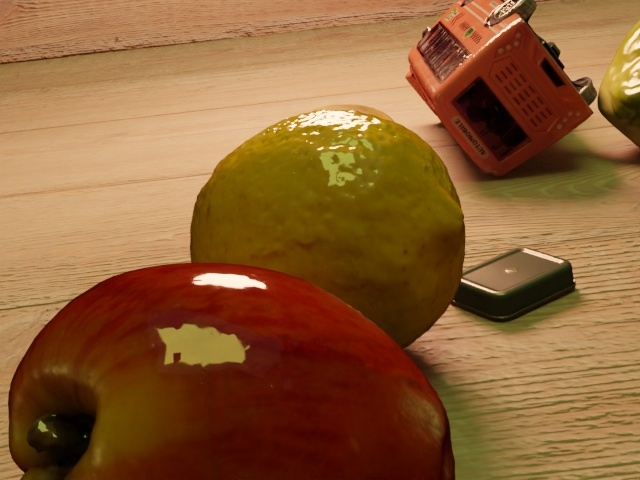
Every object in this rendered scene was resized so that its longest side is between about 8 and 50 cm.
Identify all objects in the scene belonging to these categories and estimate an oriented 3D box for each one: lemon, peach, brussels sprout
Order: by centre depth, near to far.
[{"bbox_3d":[-0.055,0.134,0.617,0.281,0.238,0.281,-5,-20,-2],"label":"peach"},{"bbox_3d":[0.000,0.000,0.928,0.310,0.253,0.253,-10,13,42],"label":"lemon"},{"bbox_3d":[0.570,-0.247,1.431,0.294,0.227,0.259,-39,16,22],"label":"brussels sprout"}]

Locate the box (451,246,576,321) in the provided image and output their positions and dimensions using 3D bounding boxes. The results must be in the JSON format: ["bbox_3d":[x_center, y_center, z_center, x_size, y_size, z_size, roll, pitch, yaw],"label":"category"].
[{"bbox_3d":[0.209,0.045,1.047,0.126,0.031,0.091,-20,24,-29],"label":"box"}]

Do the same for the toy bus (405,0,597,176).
[{"bbox_3d":[0.278,-0.270,1.574,0.233,0.203,0.427,-38,16,12],"label":"toy bus"}]

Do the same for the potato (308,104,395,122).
[{"bbox_3d":[0.044,-0.149,1.494,0.161,0.128,0.235,11,17,1],"label":"potato"}]
